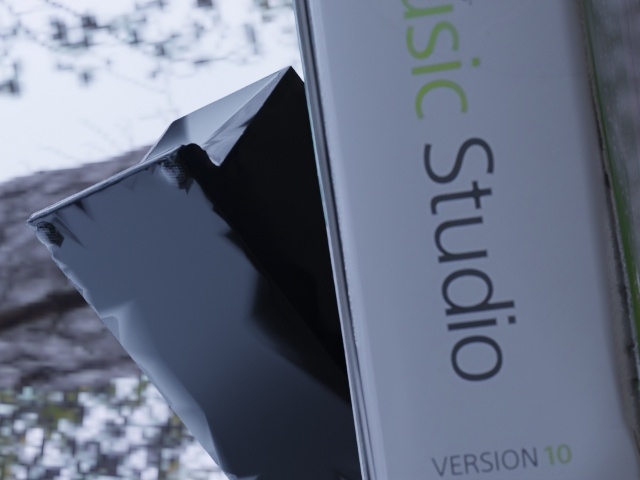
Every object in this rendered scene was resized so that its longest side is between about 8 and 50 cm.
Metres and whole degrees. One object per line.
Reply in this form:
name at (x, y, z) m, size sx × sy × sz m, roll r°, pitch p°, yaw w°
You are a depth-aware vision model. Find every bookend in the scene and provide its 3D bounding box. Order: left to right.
bookend at (0.000, 0.000, 0.706) m, size 0.157 × 0.072 × 0.156 m, roll 53°, pitch -142°, yaw -19°

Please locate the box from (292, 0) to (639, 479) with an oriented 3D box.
box at (0.049, -0.069, 0.495) m, size 0.322 × 0.058 × 0.232 m, roll -13°, pitch -85°, yaw -79°
